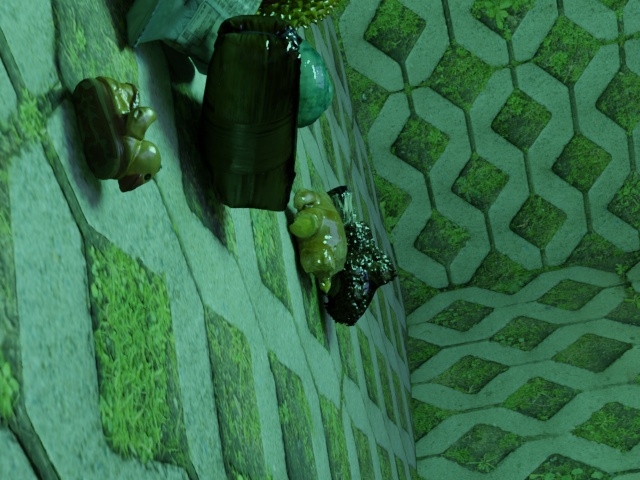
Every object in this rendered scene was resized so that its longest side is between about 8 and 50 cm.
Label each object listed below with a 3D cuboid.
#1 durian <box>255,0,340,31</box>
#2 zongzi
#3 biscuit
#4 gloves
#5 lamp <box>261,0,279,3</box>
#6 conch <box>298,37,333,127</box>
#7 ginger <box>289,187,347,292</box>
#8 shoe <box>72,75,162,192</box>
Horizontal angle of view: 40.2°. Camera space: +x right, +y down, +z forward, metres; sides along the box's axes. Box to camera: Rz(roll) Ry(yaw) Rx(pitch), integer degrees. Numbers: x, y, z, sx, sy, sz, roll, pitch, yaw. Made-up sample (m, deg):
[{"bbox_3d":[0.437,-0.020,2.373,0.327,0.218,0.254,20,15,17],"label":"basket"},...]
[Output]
[{"bbox_3d":[-0.052,-0.549,1.785,0.293,0.258,0.258,-82,159,-51],"label":"durian"},{"bbox_3d":[-0.097,-0.229,1.254,0.300,0.138,0.286,-92,-172,-49],"label":"zongzi"},{"bbox_3d":[-0.152,-0.312,1.140,0.186,0.079,0.309,-59,172,7],"label":"biscuit"},{"bbox_3d":[0.061,0.034,1.929,0.210,0.135,0.312,-18,-104,59],"label":"gloves"},{"bbox_3d":[-0.076,-0.548,1.471,0.257,0.303,0.303,39,17,-7],"label":"lamp"},{"bbox_3d":[-0.043,-0.337,1.862,0.202,0.134,0.196,56,25,-64],"label":"conch"},{"bbox_3d":[0.000,0.000,1.785,0.157,0.102,0.216,2,78,-77],"label":"ginger"},{"bbox_3d":[-0.191,-0.107,0.847,0.069,0.072,0.109,-21,74,-52],"label":"shoe"}]
